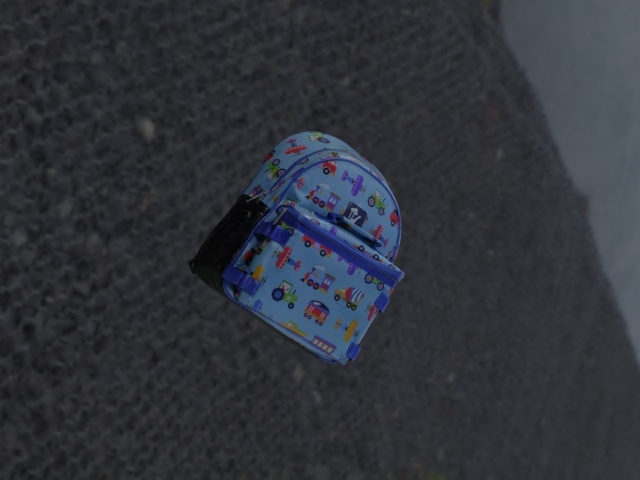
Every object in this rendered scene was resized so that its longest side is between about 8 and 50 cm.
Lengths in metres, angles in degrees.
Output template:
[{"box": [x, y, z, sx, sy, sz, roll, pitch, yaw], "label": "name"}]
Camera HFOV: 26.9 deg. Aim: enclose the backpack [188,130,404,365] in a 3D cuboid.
[{"box": [0.000, 0.000, 1.150, 0.158, 0.117, 0.173, 37, 83, -25], "label": "backpack"}]
